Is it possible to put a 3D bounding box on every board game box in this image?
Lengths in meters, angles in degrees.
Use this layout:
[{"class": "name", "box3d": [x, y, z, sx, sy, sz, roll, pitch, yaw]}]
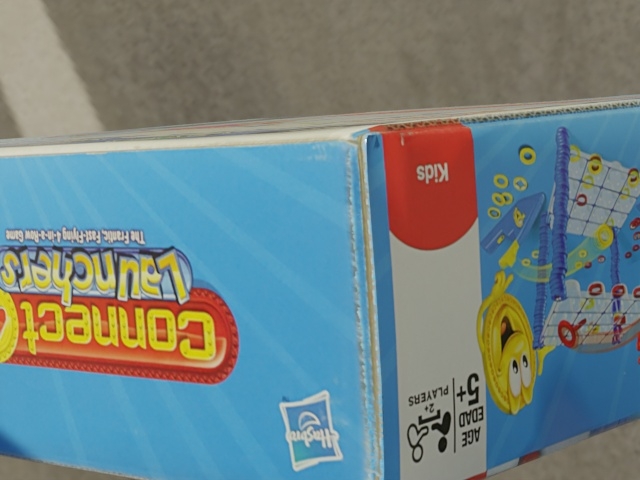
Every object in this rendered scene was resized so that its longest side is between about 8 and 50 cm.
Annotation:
[{"class": "board game box", "box3d": [0.000, 0.000, 0.526, 0.308, 0.302, 0.086, 1, 97, 43]}]
